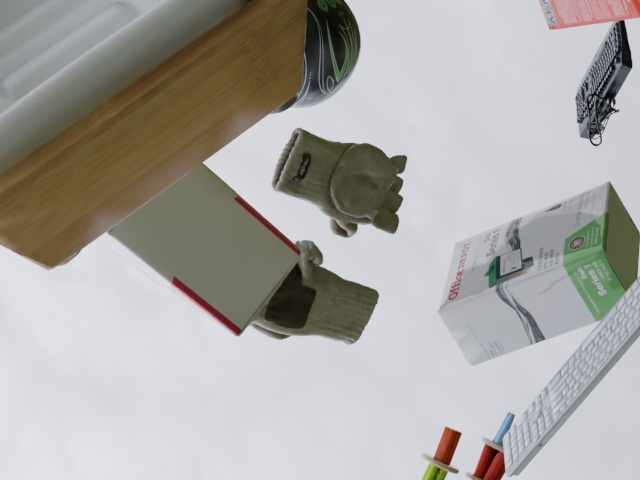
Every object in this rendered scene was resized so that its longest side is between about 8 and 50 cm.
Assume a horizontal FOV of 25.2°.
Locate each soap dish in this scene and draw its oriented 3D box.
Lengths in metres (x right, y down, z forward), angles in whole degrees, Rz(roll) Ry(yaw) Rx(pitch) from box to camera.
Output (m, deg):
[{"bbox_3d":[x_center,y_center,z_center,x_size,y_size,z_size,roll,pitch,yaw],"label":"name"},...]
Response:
[{"bbox_3d":[-0.160,-0.122,0.888,0.291,0.229,0.118,41,164,48],"label":"soap dish"}]

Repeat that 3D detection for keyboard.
[{"bbox_3d":[0.332,-0.186,1.735,0.192,0.038,0.100,101,163,-66],"label":"keyboard"},{"bbox_3d":[0.263,0.137,1.466,0.014,0.256,0.072,27,-154,-17],"label":"keyboard"}]

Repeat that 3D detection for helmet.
[{"bbox_3d":[-0.026,-0.263,1.942,0.161,0.169,0.169,62,-150,-5],"label":"helmet"}]

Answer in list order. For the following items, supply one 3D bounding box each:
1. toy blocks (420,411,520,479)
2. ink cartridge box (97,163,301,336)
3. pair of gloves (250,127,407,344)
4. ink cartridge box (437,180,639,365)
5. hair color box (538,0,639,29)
[{"bbox_3d":[0.187,0.274,1.806,0.123,0.054,0.148,26,-93,-23],"label":"toy blocks"},{"bbox_3d":[-0.155,-0.030,1.285,0.172,0.237,0.100,42,-99,-36],"label":"ink cartridge box"},{"bbox_3d":[0.000,0.000,1.591,0.204,0.042,0.240,9,-76,-42],"label":"pair of gloves"},{"bbox_3d":[0.260,0.040,1.700,0.092,0.219,0.160,56,-152,-22],"label":"ink cartridge box"},{"bbox_3d":[0.239,-0.205,1.142,0.072,0.141,0.043,-28,-76,-17],"label":"hair color box"}]
